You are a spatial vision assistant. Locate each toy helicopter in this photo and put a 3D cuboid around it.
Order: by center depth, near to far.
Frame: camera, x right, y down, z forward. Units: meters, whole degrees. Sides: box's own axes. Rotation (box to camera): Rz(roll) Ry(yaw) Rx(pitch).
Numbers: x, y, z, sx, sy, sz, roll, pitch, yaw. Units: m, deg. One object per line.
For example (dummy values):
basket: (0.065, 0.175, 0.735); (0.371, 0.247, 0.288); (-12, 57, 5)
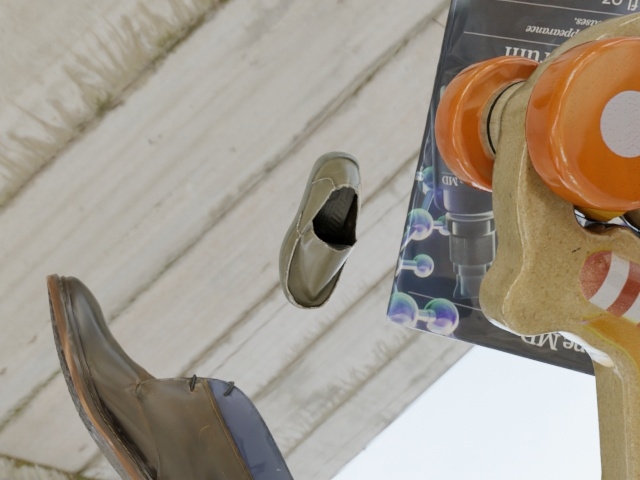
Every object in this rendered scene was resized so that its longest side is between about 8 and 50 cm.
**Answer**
toy helicopter: (0.207, 0.046, 0.474); (0.235, 0.140, 0.355); (-6, -81, -15)

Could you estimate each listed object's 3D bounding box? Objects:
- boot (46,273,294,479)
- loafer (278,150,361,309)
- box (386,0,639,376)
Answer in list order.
boot: (-0.100, 0.108, 0.526); (0.106, 0.219, 0.082); (-21, -13, -22)
loafer: (0.000, 0.000, 1.141); (0.094, 0.087, 0.251); (6, -63, -13)
box: (0.269, -0.075, 0.882); (0.212, 0.294, 0.395); (-9, -69, -71)
